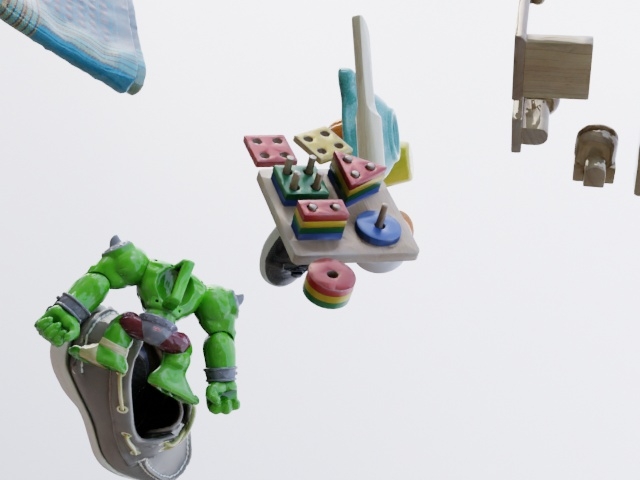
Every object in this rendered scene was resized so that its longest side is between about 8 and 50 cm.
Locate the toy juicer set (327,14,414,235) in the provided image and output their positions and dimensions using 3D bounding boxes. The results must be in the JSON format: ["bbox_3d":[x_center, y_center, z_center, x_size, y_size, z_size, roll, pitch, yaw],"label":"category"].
[{"bbox_3d":[0.048,-0.091,1.560,0.329,0.090,0.209,64,23,-62],"label":"toy juicer set"}]

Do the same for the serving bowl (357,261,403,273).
[{"bbox_3d":[0.082,0.003,1.814,0.083,0.083,0.027,51,-10,15],"label":"serving bowl"}]

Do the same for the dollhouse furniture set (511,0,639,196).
[{"bbox_3d":[0.231,-0.129,1.044,0.151,0.123,0.144,4,-50,9],"label":"dollhouse furniture set"}]

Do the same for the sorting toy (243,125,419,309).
[{"bbox_3d":[0.017,-0.044,1.285,0.274,0.132,0.046,-114,-148,-45],"label":"sorting toy"}]

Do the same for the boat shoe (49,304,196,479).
[{"bbox_3d":[-0.186,0.176,1.362,0.091,0.109,0.305,15,-32,24],"label":"boat shoe"}]

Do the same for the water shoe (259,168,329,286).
[{"bbox_3d":[0.000,0.000,1.435,0.203,0.073,0.080,-54,-125,37],"label":"water shoe"}]

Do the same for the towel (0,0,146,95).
[{"bbox_3d":[-0.330,-0.319,1.318,0.040,0.370,0.271,-38,-139,24],"label":"towel"}]

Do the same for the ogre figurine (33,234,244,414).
[{"bbox_3d":[-0.150,0.076,1.210,0.197,0.118,0.097,22,-14,2],"label":"ogre figurine"}]
